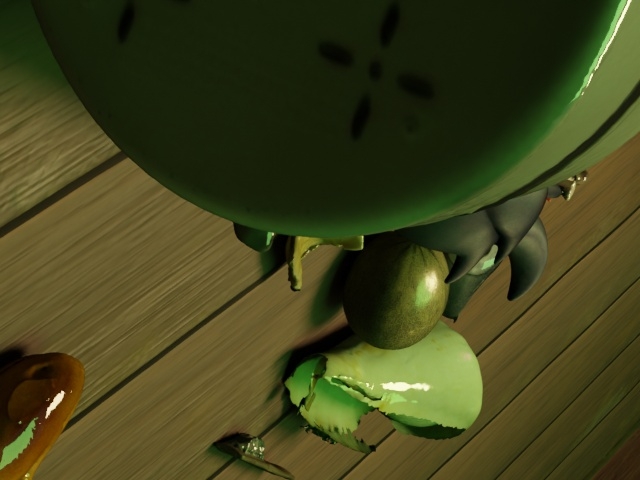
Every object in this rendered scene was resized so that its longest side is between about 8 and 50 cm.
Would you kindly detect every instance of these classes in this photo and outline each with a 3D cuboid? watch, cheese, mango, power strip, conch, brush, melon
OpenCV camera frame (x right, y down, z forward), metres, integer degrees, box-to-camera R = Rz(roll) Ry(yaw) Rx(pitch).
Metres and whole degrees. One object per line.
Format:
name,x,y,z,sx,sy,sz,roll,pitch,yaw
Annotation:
watch,0.167,-0.019,1.740,0.206,0.068,0.193,-57,179,-11
cheese,0.000,-0.001,1.482,0.084,0.041,0.060,-32,148,-13
mango,-0.210,0.124,1.181,0.127,0.063,0.077,-52,156,-20
power strip,0.024,-0.164,0.821,0.161,0.357,0.357,-12,135,-60
conch,0.055,0.156,1.758,0.251,0.143,0.137,-14,96,-43
brush,-0.060,0.211,1.716,0.027,0.034,0.190,-68,161,-9
melon,0.072,0.045,1.641,0.098,0.098,0.130,-33,147,-45

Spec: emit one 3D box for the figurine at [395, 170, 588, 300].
figurine,0.139,-0.063,1.513,0.197,0.175,0.265,-47,152,-4
